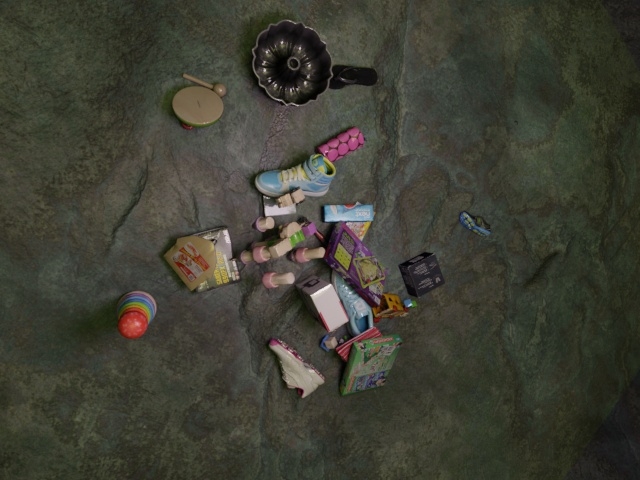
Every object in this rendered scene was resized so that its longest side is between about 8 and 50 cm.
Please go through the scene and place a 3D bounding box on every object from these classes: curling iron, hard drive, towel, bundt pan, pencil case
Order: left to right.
[{"bbox_3d":[-0.171,-0.148,1.851,0.135,0.022,0.094,-8,96,-19],"label":"hard drive"},{"bbox_3d":[-0.124,-0.686,1.779,0.331,0.124,0.330,-1,94,-21],"label":"bundt pan"},{"bbox_3d":[0.000,0.000,1.913,0.274,0.035,0.068,46,41,-20],"label":"curling iron"},{"bbox_3d":[0.087,-0.397,1.897,0.209,0.095,0.098,-31,124,-14],"label":"pencil case"},{"bbox_3d":[0.198,0.487,1.933,0.199,0.031,0.274,-31,135,1],"label":"towel"}]

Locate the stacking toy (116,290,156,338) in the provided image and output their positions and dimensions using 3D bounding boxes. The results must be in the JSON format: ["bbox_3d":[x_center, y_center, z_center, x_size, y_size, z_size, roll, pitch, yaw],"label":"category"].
[{"bbox_3d":[-0.640,0.268,1.543,0.141,0.330,0.141,-2,95,-20],"label":"stacking toy"}]

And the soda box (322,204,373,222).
[{"bbox_3d":[0.115,-0.114,1.911,0.210,0.067,0.071,-1,88,-9],"label":"soda box"}]

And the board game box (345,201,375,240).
[{"bbox_3d":[0.165,-0.080,1.977,0.104,0.026,0.154,28,84,-19],"label":"board game box"}]

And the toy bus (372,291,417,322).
[{"bbox_3d":[0.313,0.287,2.011,0.191,0.202,0.104,-13,68,-12],"label":"toy bus"}]

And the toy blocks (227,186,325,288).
[{"bbox_3d":[-0.189,-0.003,1.742,0.289,0.260,0.308,-37,111,-48],"label":"toy blocks"}]

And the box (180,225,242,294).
[{"bbox_3d":[-0.427,0.074,1.754,0.183,0.056,0.230,-16,98,-19],"label":"box"}]

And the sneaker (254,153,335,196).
[{"bbox_3d":[-0.088,-0.268,1.765,0.319,0.208,0.127,-4,67,-24],"label":"sneaker"}]

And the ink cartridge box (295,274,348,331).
[{"bbox_3d":[0.001,0.250,1.828,0.100,0.237,0.171,-28,103,-13],"label":"ink cartridge box"}]

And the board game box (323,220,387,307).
[{"bbox_3d":[0.156,0.103,1.888,0.347,0.056,0.208,46,48,-28],"label":"board game box"}]

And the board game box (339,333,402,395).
[{"bbox_3d":[0.212,0.540,1.932,0.214,0.046,0.317,-4,130,-22],"label":"board game box"}]

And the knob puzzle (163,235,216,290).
[{"bbox_3d":[-0.465,0.064,1.671,0.213,0.030,0.213,2,101,12],"label":"knob puzzle"}]

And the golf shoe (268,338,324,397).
[{"bbox_3d":[-0.120,0.539,1.871,0.140,0.115,0.306,-47,106,-8],"label":"golf shoe"}]

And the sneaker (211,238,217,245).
[{"bbox_3d":[-0.417,0.046,1.708,0.044,0.040,0.109,25,93,-23],"label":"sneaker"}]

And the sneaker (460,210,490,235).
[{"bbox_3d":[0.754,-0.089,2.181,0.188,0.067,0.078,29,62,-18],"label":"sneaker"}]

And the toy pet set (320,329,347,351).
[{"bbox_3d":[0.055,0.437,1.967,0.114,0.065,0.122,-40,113,-50],"label":"toy pet set"}]

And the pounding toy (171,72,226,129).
[{"bbox_3d":[-0.459,-0.497,1.696,0.183,0.110,0.236,11,60,-10],"label":"pounding toy"}]

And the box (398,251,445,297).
[{"bbox_3d":[0.468,0.157,2.068,0.156,0.093,0.158,-24,100,-17],"label":"box"}]

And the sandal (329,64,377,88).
[{"bbox_3d":[0.131,-0.704,1.907,0.255,0.054,0.097,-12,98,-19],"label":"sandal"}]

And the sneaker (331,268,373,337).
[{"bbox_3d":[0.159,0.266,1.931,0.135,0.150,0.365,-24,103,-19],"label":"sneaker"}]
